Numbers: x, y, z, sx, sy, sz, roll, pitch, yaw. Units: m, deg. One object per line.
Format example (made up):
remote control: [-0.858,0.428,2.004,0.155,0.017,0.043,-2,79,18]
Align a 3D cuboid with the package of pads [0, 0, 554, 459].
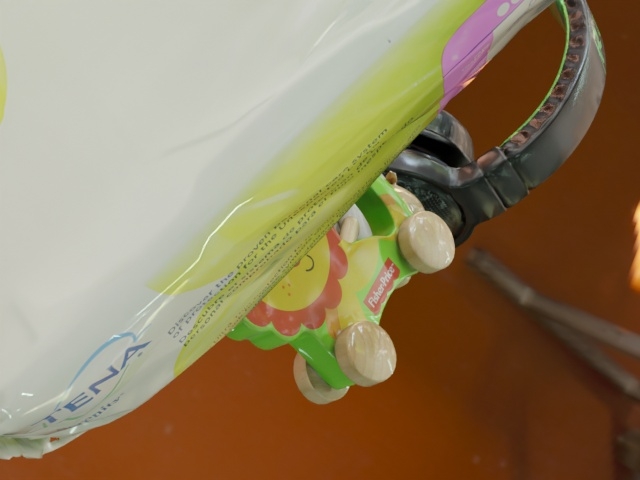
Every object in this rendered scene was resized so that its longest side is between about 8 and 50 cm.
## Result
package of pads: [-0.048,-0.110,0.459,0.296,0.229,0.101,-43,169,-3]

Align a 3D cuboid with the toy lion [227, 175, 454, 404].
toy lion: [-0.005,0.003,0.584,0.096,0.034,0.100,48,46,-17]

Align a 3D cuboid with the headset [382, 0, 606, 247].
headset: [0.017,-0.096,1.206,0.394,0.243,0.185,-32,139,8]

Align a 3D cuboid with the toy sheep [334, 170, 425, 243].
toy sheep: [0.000,0.000,0.907,0.091,0.132,0.091,39,44,-52]
